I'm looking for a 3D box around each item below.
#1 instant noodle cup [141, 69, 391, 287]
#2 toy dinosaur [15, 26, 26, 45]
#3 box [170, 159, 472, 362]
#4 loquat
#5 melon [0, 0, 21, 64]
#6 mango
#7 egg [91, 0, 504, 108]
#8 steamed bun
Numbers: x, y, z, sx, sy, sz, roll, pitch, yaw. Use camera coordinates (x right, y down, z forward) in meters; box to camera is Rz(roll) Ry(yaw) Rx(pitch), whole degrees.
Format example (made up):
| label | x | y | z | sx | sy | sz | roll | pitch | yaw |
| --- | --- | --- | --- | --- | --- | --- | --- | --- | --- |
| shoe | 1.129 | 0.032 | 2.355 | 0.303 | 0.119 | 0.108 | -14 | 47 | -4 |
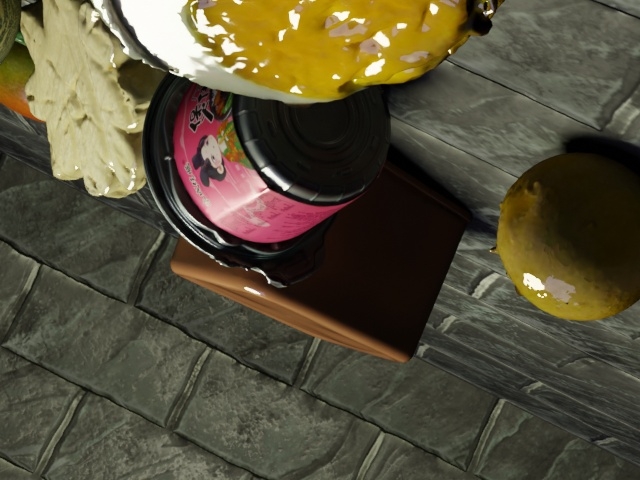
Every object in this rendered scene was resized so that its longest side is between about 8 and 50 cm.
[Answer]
| label | x | y | z | sx | sy | sz | roll | pitch | yaw |
| --- | --- | --- | --- | --- | --- | --- | --- | --- | --- |
| instant noodle cup | -0.039 | -0.112 | 1.288 | 0.302 | 0.258 | 0.181 | 57 | 148 | -7 |
| toy dinosaur | -0.318 | -0.260 | 1.604 | 0.447 | 0.087 | 0.301 | 10 | 162 | 44 |
| box | 0.000 | 0.000 | 1.613 | 0.339 | 0.229 | 0.239 | 27 | 169 | -40 |
| loquat | 0.271 | -0.008 | 1.218 | 0.149 | 0.204 | 0.172 | 23 | -138 | -59 |
| melon | -0.505 | -0.299 | 1.452 | 0.329 | 0.249 | 0.248 | 28 | 172 | 38 |
| mango | -0.451 | -0.265 | 1.809 | 0.289 | 0.129 | 0.146 | 32 | 174 | 24 |
| egg | -0.010 | -0.229 | 0.836 | 0.286 | 0.174 | 0.264 | -10 | 151 | 31 |
| steamed bun | -0.257 | -0.195 | 1.474 | 0.292 | 0.137 | 0.295 | 45 | 141 | 28 |
